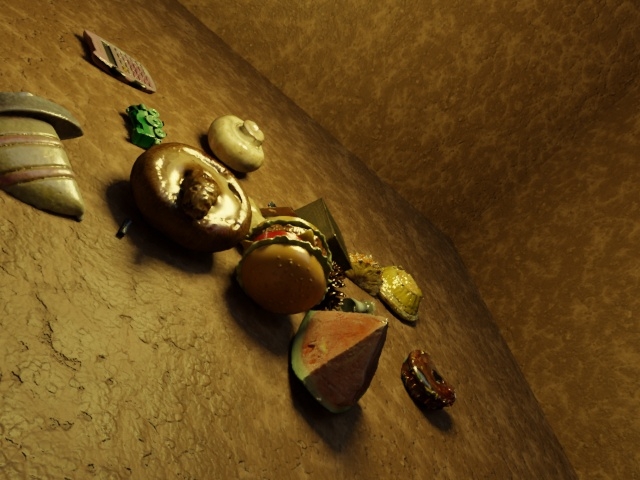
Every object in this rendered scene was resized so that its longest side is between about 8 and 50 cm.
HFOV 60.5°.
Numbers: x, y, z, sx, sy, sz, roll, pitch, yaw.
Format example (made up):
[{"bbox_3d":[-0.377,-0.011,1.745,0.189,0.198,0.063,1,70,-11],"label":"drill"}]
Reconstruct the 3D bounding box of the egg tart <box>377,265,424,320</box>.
[{"bbox_3d":[0.347,0.211,2.408,0.315,0.120,0.315,39,22,-19],"label":"egg tart"}]

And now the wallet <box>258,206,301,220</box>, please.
[{"bbox_3d":[-0.167,-0.089,1.959,0.176,0.026,0.095,-7,36,-34],"label":"wallet"}]

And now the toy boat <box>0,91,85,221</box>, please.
[{"bbox_3d":[-0.656,-0.209,1.219,0.276,0.111,0.294,15,47,-44],"label":"toy boat"}]

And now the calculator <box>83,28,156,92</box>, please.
[{"bbox_3d":[-0.707,-0.624,1.957,0.294,0.043,0.194,23,30,-54],"label":"calculator"}]

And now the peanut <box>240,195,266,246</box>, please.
[{"bbox_3d":[-0.232,-0.056,1.757,0.257,0.123,0.123,53,21,20],"label":"peanut"}]

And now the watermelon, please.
[{"bbox_3d":[0.035,0.295,1.490,0.250,0.293,0.283,20,18,12],"label":"watermelon"}]

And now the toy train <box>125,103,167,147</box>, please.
[{"bbox_3d":[-0.557,-0.362,1.737,0.104,0.071,0.178,10,42,-42],"label":"toy train"}]

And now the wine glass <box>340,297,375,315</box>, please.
[{"bbox_3d":[0.137,0.246,1.997,0.155,0.072,0.072,16,37,-56],"label":"wine glass"}]

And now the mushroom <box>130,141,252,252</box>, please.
[{"bbox_3d":[-0.354,-0.120,1.504,0.345,0.239,0.345,60,15,-28],"label":"mushroom"}]

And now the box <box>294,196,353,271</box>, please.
[{"bbox_3d":[0.002,-0.001,2.008,0.184,0.143,0.273,60,9,-36],"label":"box"}]

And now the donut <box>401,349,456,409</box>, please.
[{"bbox_3d":[0.378,0.508,1.964,0.230,0.096,0.216,51,23,9],"label":"donut"}]

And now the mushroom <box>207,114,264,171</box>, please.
[{"bbox_3d":[-0.314,-0.374,2.081,0.254,0.184,0.255,30,40,-29],"label":"mushroom"}]

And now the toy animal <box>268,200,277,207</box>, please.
[{"bbox_3d":[-0.137,-0.073,2.072,0.220,0.062,0.108,54,0,18],"label":"toy animal"}]

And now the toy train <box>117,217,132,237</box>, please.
[{"bbox_3d":[-0.483,-0.036,1.359,0.017,0.017,0.083,40,21,-22],"label":"toy train"}]

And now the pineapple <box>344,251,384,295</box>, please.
[{"bbox_3d":[0.183,0.115,2.235,0.233,0.135,0.079,37,22,-23],"label":"pineapple"}]

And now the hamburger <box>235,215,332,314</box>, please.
[{"bbox_3d":[-0.100,0.083,1.547,0.274,0.274,0.212,39,29,-22],"label":"hamburger"}]

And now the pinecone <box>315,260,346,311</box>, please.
[{"bbox_3d":[0.013,0.161,1.802,0.165,0.162,0.163,69,21,-1],"label":"pinecone"}]
